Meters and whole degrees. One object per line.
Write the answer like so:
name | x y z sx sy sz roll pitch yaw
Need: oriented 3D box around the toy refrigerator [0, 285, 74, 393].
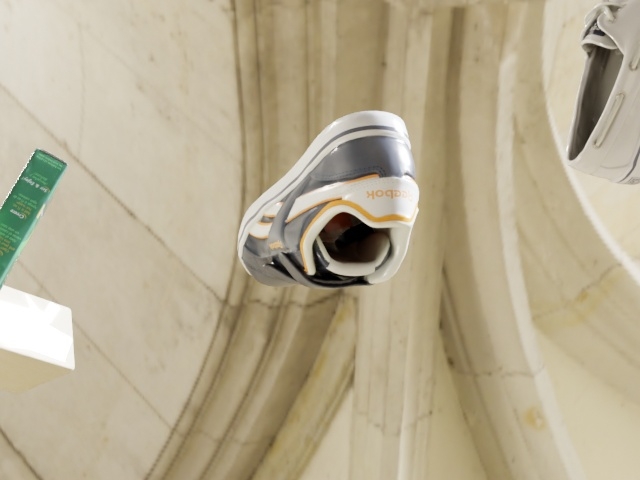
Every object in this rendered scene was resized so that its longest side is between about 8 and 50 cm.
toy refrigerator | -0.421 0.096 1.392 0.102 0.269 0.094 -24 -119 27

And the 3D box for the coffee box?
coffee box | -0.323 0.005 1.214 0.040 0.113 0.184 30 -117 -11

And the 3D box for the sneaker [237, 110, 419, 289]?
sneaker | 0.000 0.000 1.243 0.126 0.321 0.127 0 -116 -22

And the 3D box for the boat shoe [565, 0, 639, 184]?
boat shoe | 0.292 -0.191 1.144 0.088 0.268 0.096 10 -173 -18
